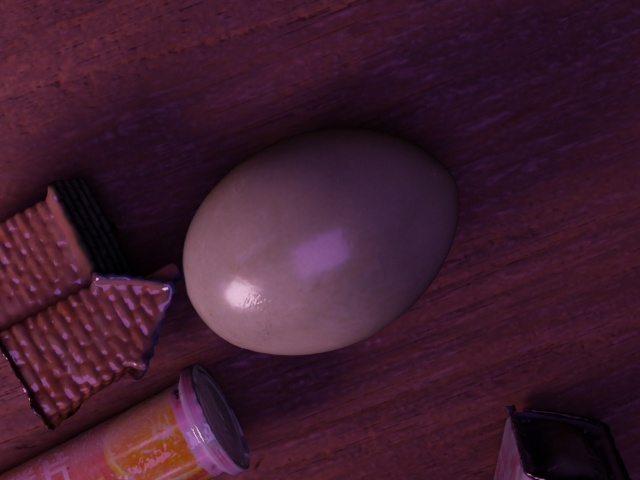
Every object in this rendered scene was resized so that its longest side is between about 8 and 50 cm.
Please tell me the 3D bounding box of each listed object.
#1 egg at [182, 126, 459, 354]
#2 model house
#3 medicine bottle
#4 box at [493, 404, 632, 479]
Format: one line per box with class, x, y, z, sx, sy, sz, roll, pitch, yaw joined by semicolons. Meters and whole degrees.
egg;0.000;0.000;1.556;0.253;0.186;0.186;-23;104;9
model house;-0.214;0.048;1.595;0.172;0.166;0.183;-31;88;-8
medicine bottle;-0.275;0.259;1.665;0.426;0.108;0.108;-28;103;7
box;0.187;0.346;1.650;0.112;0.190;0.369;9;103;-3
